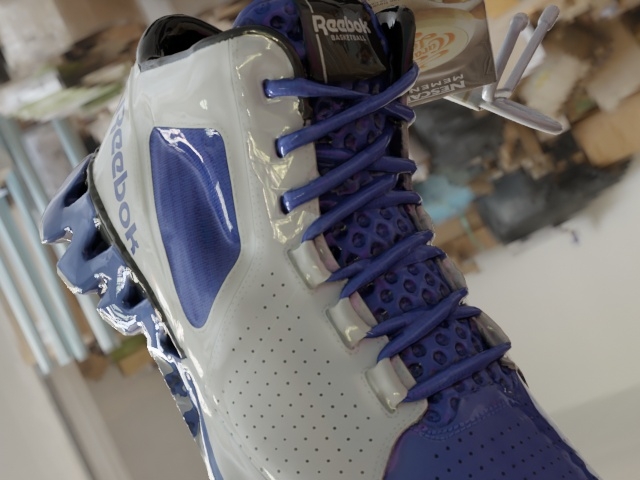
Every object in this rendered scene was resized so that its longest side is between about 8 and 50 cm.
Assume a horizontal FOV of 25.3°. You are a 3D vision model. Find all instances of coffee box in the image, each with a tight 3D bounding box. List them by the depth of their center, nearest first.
[{"bbox_3d":[0.072,-0.208,1.242,0.141,0.098,0.246,-15,161,7],"label":"coffee box"}]

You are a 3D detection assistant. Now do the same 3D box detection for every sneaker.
[{"bbox_3d":[-0.001,-0.001,0.602,0.127,0.315,0.182,-15,137,-43],"label":"sneaker"}]

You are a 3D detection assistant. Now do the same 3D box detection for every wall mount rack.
[{"bbox_3d":[0.128,-0.238,1.566,0.304,0.350,0.131,-30,143,-74],"label":"wall mount rack"}]
